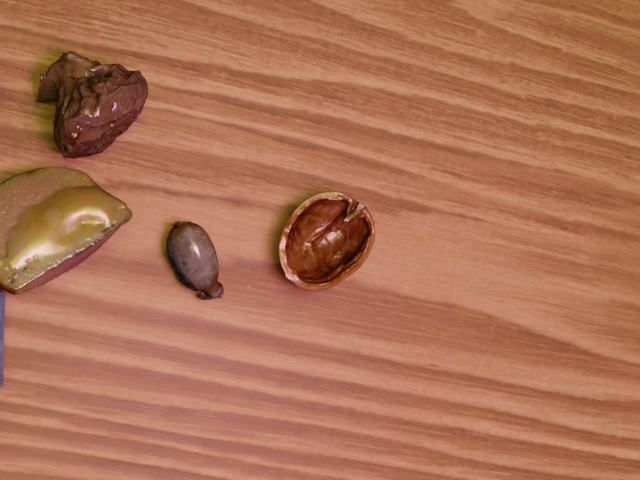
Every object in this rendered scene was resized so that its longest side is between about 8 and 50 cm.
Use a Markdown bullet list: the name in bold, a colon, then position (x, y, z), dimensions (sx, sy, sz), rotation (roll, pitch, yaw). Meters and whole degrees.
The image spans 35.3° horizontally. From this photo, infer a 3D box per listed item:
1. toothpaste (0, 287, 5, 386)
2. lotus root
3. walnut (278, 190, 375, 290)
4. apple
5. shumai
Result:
- **toothpaste**: position (-0.583, 0.158, 1.739), dimensions (0.044, 0.070, 0.193), rotation (8, 78, -46)
- **lotus root**: position (-0.231, 0.039, 1.850), dimensions (0.088, 0.088, 0.165), rotation (-25, 100, -19)
- **walnut**: position (-0.002, 0.001, 1.921), dimensions (0.211, 0.087, 0.167), rotation (-41, 101, -17)
- **apple**: position (-0.490, -0.024, 1.760), dimensions (0.265, 0.120, 0.193), rotation (-37, 78, -27)
- **shumai**: position (-0.426, -0.257, 1.797), dimensions (0.175, 0.166, 0.206), rotation (42, 48, 2)
